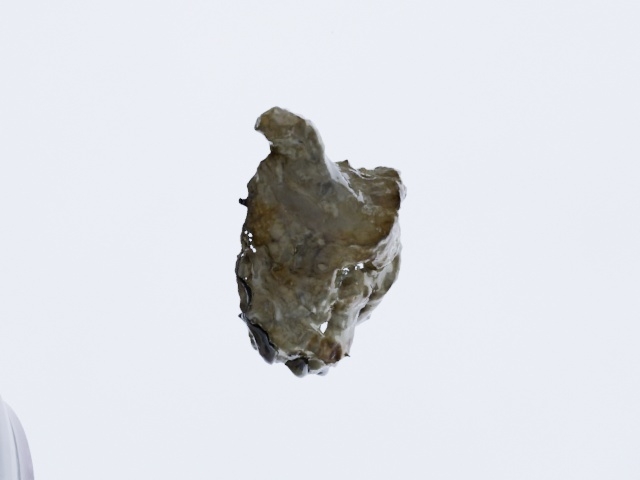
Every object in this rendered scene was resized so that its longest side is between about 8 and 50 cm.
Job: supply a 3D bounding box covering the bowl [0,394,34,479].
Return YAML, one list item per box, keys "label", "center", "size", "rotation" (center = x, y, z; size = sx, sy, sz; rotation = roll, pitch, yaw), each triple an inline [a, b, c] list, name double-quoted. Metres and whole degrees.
- label: "bowl"
  center: [-0.265, 0.161, 0.587]
  size: [0.144, 0.287, 0.286]
  rotation: [12, -75, -41]

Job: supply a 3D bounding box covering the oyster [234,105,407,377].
- label: "oyster"
  center: [0.000, 0.000, 0.700]
  size: [0.163, 0.081, 0.191]
  rotation: [-47, -63, -30]
